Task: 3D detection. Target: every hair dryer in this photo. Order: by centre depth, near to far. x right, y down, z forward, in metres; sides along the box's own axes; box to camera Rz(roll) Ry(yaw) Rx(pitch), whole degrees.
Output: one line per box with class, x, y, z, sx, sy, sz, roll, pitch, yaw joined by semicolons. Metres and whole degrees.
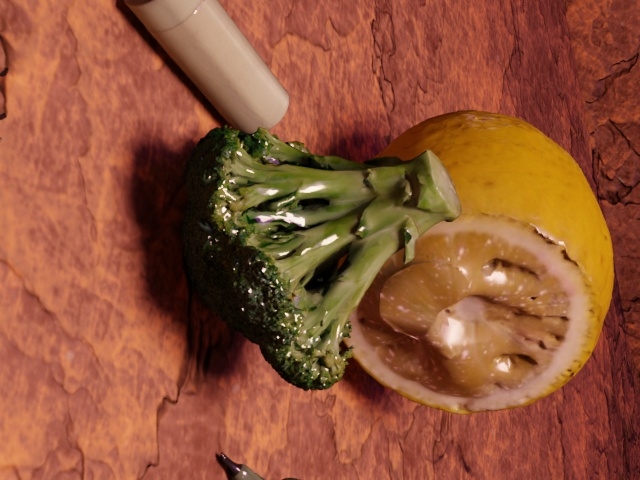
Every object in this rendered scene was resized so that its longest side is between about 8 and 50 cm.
hair dryer;-0.058;0.259;0.993;0.150;0.047;0.071;52;42;-35

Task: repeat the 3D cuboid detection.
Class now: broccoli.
broccoli;0.000;0.000;0.914;0.254;0.269;0.269;-44;124;-74

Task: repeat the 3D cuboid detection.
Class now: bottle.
bottle;-0.108;-0.188;0.955;0.201;0.072;0.072;48;44;-47

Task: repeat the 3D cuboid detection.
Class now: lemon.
lemon;0.183;0.004;1.186;0.364;0.364;0.364;20;67;-59

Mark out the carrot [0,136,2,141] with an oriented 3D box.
carrot;-0.294;-0.203;0.466;0.224;0.224;0.341;-34;121;-59
